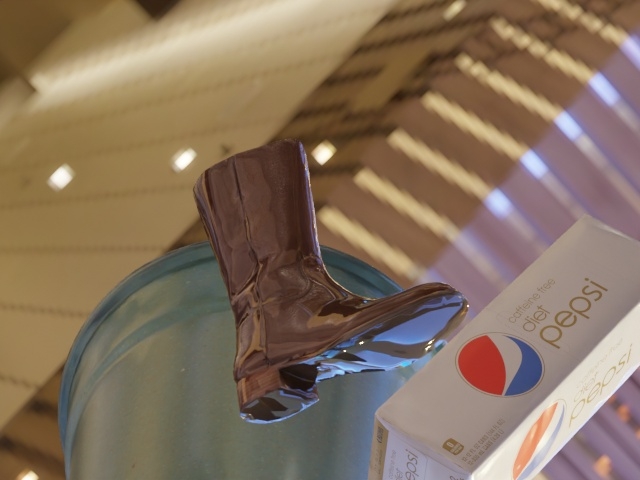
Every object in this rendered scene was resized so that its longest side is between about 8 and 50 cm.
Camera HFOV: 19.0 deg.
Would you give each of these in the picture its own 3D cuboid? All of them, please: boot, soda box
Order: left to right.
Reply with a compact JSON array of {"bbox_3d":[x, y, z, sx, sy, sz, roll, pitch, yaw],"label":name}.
[{"bbox_3d":[0.000,0.000,0.733,0.106,0.037,0.114,-26,-125,24],"label":"boot"},{"bbox_3d":[0.118,0.078,1.098,0.216,0.069,0.074,-40,148,-36],"label":"soda box"}]

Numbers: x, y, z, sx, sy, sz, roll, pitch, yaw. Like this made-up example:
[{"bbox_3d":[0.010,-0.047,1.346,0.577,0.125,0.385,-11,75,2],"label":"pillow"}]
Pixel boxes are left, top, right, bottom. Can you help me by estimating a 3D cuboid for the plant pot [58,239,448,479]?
[{"bbox_3d":[-0.053,0.215,1.438,0.341,0.341,0.334,-40,-164,16],"label":"plant pot"}]
